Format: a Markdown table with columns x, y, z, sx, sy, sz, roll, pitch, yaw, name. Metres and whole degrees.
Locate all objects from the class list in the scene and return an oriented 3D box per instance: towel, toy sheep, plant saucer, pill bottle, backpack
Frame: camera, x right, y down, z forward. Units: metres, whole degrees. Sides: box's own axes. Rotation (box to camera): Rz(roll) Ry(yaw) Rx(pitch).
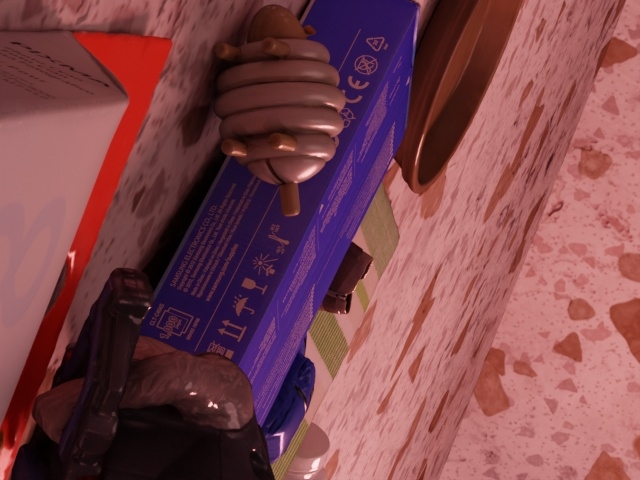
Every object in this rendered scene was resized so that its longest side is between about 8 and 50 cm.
| x | y | z | sx | sy | sz | roll | pitch | yaw | name |
| --- | --- | --- | --- | --- | --- | --- | --- | --- | --- |
| -0.025 | 0.089 | 1.572 | 0.325 | 0.038 | 0.248 | -64 | 162 | -16 | towel |
| -0.026 | -0.081 | 1.144 | 0.091 | 0.091 | 0.132 | 17 | 72 | -78 | toy sheep |
| 0.135 | -0.178 | 1.793 | 0.278 | 0.041 | 0.278 | -61 | 168 | -24 | plant saucer |
| -0.044 | 0.246 | 1.731 | 0.087 | 0.087 | 0.160 | -46 | 157 | -59 | pill bottle |
| -0.053 | 0.100 | 1.367 | 0.098 | 0.101 | 0.120 | 109 | 7 | -57 | backpack |

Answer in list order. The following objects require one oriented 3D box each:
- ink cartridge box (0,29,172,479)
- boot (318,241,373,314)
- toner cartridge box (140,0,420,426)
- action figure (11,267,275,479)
| x | y | z | sx | sy | sz | roll | pitch | yaw | name |
| --- | --- | --- | --- | --- | --- | --- | --- | --- | --- |
| -0.156 | 0.060 | 0.846 | 0.308 | 0.091 | 0.385 | -68 | 167 | 12 | ink cartridge box |
| 0.000 | 0.000 | 1.426 | 0.042 | 0.087 | 0.118 | -48 | 159 | -51 | boot |
| -0.033 | 0.000 | 1.264 | 0.165 | 0.075 | 0.348 | 95 | 19 | -61 | toner cartridge box |
| -0.087 | 0.198 | 1.002 | 0.341 | 0.178 | 0.330 | -59 | -143 | 38 | action figure |
